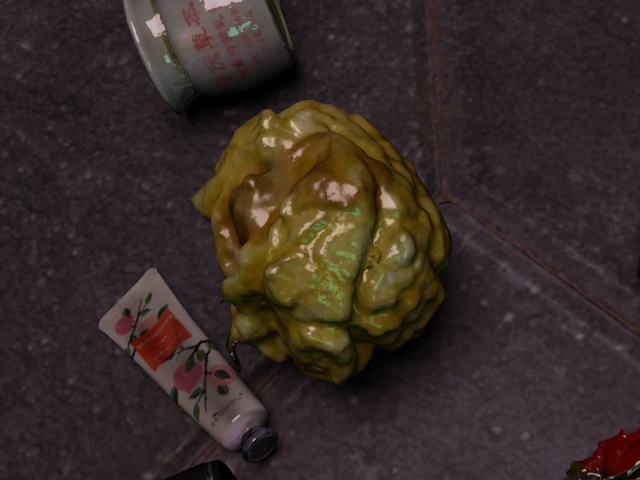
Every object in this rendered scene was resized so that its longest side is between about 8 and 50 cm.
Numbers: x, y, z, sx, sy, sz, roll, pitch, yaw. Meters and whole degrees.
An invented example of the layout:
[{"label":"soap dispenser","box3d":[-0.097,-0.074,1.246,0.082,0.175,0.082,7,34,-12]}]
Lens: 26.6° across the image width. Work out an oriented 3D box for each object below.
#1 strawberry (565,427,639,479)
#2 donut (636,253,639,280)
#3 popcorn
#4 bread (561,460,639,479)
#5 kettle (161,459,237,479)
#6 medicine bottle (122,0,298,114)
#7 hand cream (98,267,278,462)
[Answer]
[{"label":"strawberry","box3d":[0.305,0.209,1.072,0.208,0.087,0.167,-17,60,5]},{"label":"donut","box3d":[0.417,0.021,1.107,0.345,0.136,0.259,18,68,24]},{"label":"popcorn","box3d":[-0.004,0.005,1.184,0.225,0.249,0.249,-33,60,14]},{"label":"bread","box3d":[0.145,0.296,0.947,0.405,0.345,0.242,-1,51,28]},{"label":"kettle","box3d":[-0.181,0.320,1.064,0.308,0.262,0.203,-26,91,0]},{"label":"medicine bottle","box3d":[-0.112,-0.215,1.357,0.143,0.147,0.147,-22,61,6]},{"label":"hand cream","box3d":[-0.121,0.117,1.263,0.080,0.050,0.234,-45,56,-4]}]
